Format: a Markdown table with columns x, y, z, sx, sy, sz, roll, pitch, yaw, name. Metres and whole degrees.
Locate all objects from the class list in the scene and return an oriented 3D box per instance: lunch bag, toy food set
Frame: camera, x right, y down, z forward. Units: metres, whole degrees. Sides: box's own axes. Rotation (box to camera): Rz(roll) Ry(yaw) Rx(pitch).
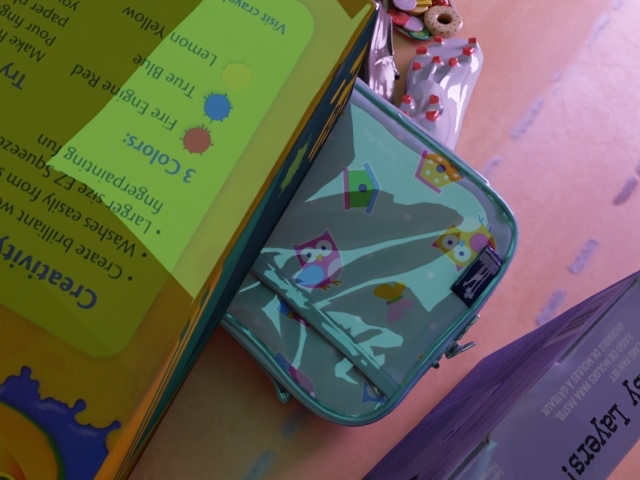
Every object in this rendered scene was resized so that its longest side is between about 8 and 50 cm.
| x | y | z | sx | sy | sz | roll | pitch | yaw | name |
| --- | --- | --- | --- | --- | --- | --- | --- | --- | --- |
| 0.000 | 0.000 | 0.607 | 0.279 | 0.108 | 0.224 | 41 | 82 | 9 | lunch bag |
| 0.103 | -0.241 | 0.806 | 0.082 | 0.020 | 0.083 | -6 | 68 | -14 | toy food set |

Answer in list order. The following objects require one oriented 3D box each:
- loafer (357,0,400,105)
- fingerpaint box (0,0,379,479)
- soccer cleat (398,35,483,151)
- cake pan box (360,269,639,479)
| x | y | z | sx | sy | sz | roll | pitch | yaw | name |
| --- | --- | --- | --- | --- | --- | --- | --- | --- | --- |
| 0.046 | -0.169 | 0.747 | 0.050 | 0.056 | 0.148 | 37 | 48 | -36 | loafer |
| -0.250 | -0.071 | 0.481 | 0.444 | 0.163 | 0.371 | 29 | 80 | 2 | fingerpaint box |
| 0.110 | -0.129 | 0.740 | 0.068 | 0.076 | 0.196 | 7 | 42 | 21 | soccer cleat |
| 0.101 | 0.146 | 0.511 | 0.266 | 0.246 | 0.070 | -39 | 83 | -26 | cake pan box |
